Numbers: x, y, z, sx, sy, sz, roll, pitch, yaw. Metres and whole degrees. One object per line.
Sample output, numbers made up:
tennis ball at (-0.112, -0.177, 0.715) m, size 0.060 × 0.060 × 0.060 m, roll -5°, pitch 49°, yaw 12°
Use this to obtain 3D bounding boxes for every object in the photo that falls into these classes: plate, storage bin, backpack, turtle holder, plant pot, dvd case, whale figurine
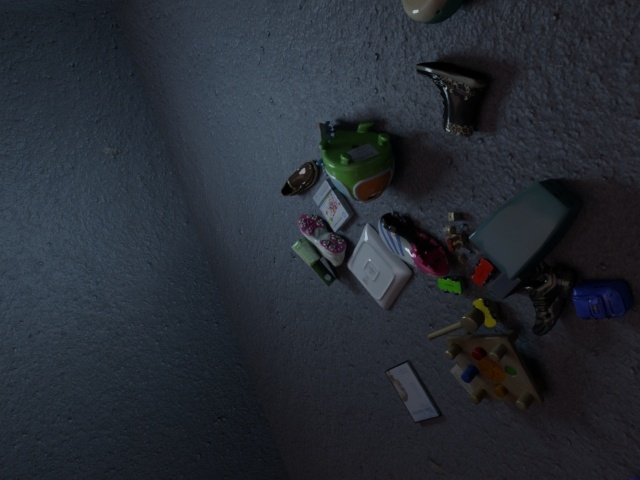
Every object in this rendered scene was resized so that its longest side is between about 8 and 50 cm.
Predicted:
plate at (0.218, 0.116, 1.993) m, size 0.277 × 0.045 × 0.278 m, roll 50°, pitch 143°, yaw 23°
storage bin at (0.573, 0.118, 1.461) m, size 0.098 × 0.091 × 0.135 m, roll 51°, pitch 144°, yaw 23°
backpack at (0.724, 0.159, 1.269) m, size 0.120 × 0.101 × 0.097 m, roll -14°, pitch 104°, yaw 52°
turtle holder at (0.114, -0.269, 1.746) m, size 0.320 × 0.243 × 0.227 m, roll 20°, pitch 141°, yaw 38°
plant pot at (0.561, -0.043, 1.324) m, size 0.165 × 0.166 × 0.234 m, roll 51°, pitch 132°, yaw 23°
dvd case at (0.386, 0.640, 2.081) m, size 0.253 × 0.022 × 0.180 m, roll 59°, pitch 145°, yaw 12°
whale figurine at (0.309, -0.718, 1.340) m, size 0.216 × 0.141 × 0.271 m, roll -41°, pitch 50°, yaw 55°

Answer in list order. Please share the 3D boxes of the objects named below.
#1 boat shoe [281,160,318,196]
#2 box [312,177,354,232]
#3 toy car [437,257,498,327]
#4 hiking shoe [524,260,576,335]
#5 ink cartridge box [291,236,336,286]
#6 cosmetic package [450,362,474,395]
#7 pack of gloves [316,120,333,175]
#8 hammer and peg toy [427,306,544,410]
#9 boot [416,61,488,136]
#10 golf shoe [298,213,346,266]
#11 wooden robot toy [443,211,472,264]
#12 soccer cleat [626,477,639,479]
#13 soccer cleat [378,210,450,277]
boat shoe at (-0.098, -0.258, 2.167) m, size 0.095 × 0.095 × 0.257 m, roll 60°, pitch 146°, yaw 10°
box at (0.053, -0.147, 2.076) m, size 0.186 × 0.038 × 0.145 m, roll 58°, pitch 145°, yaw 13°
toy car at (0.490, 0.152, 1.629) m, size 0.225 × 0.053 × 0.238 m, roll 12°, pitch 118°, yaw 51°
hiking shoe at (0.632, 0.164, 1.399) m, size 0.114 × 0.086 × 0.226 m, roll 27°, pitch 121°, yaw 27°
ink cartridge box at (-0.010, 0.086, 2.189) m, size 0.235 × 0.171 × 0.056 m, roll 46°, pitch 106°, yaw 4°
cosmetic package at (0.530, 0.494, 1.780) m, size 0.115 × 0.041 × 0.060 m, roll 51°, pitch 143°, yaw 24°
pack of gloves at (0.014, -0.348, 1.865) m, size 0.046 × 0.232 × 0.194 m, roll -6°, pitch 104°, yaw 14°
hammer and peg toy at (0.526, 0.366, 1.591) m, size 0.266 × 0.127 × 0.361 m, roll -20°, pitch 103°, yaw 56°
boot at (0.366, -0.417, 1.446) m, size 0.236 × 0.085 × 0.178 m, roll 34°, pitch 136°, yaw 39°
golf shoe at (0.000, 0.000, 2.172) m, size 0.306 × 0.115 × 0.140 m, roll 46°, pitch 156°, yaw 39°
wooden robot toy at (0.429, -0.006, 1.613) m, size 0.079 × 0.076 × 0.173 m, roll 2°, pitch 111°, yaw 65°
soccer cleat at (0.964, 0.714, 1.271) m, size 0.318 × 0.109 × 0.116 m, roll 34°, pitch 114°, yaw 42°
soccer cleat at (0.329, 0.032, 1.750) m, size 0.331 × 0.116 × 0.143 m, roll 48°, pitch 155°, yaw 33°
